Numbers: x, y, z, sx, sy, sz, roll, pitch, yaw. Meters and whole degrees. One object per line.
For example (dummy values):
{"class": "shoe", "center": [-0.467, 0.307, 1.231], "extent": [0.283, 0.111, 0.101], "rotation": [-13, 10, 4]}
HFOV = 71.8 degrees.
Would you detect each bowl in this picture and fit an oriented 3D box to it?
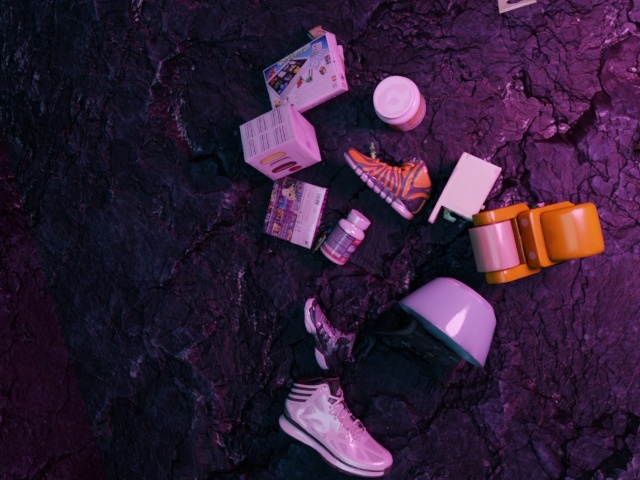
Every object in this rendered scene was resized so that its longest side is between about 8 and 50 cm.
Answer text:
{"class": "bowl", "center": [0.415, 0.231, 1.371], "extent": [0.311, 0.311, 0.163], "rotation": [39, 84, 14]}

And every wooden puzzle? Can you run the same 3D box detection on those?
{"class": "wooden puzzle", "center": [0.000, 0.000, 1.606], "extent": [0.014, 0.078, 0.116], "rotation": [35, 100, -6]}

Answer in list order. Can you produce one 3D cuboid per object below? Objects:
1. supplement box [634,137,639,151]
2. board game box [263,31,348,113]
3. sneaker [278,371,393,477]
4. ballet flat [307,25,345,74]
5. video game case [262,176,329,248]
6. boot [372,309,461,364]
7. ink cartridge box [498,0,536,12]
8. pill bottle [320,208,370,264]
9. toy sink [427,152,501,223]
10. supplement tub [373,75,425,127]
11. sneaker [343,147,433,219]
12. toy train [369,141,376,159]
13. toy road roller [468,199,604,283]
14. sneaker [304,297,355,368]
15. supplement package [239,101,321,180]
{"class": "supplement box", "center": [0.927, -0.288, 1.236], "extent": [0.043, 0.055, 0.083], "rotation": [24, 103, 16]}
{"class": "board game box", "center": [-0.059, -0.563, 1.550], "extent": [0.305, 0.053, 0.193], "rotation": [-13, 91, 37]}
{"class": "sneaker", "center": [0.069, 0.639, 1.579], "extent": [0.447, 0.169, 0.258], "rotation": [20, 103, 21]}
{"class": "ballet flat", "center": [0.036, -0.670, 1.540], "extent": [0.067, 0.073, 0.206], "rotation": [-39, 84, 5]}
{"class": "video game case", "center": [-0.095, -0.109, 1.648], "extent": [0.210, 0.041, 0.232], "rotation": [18, 100, 19]}
{"class": "boot", "center": [0.314, 0.339, 1.484], "extent": [0.229, 0.263, 0.091], "rotation": [40, 71, -15]}
{"class": "ink cartridge box", "center": [0.575, -0.812, 1.322], "extent": [0.108, 0.062, 0.210], "rotation": [-9, 92, 21]}
{"class": "pill bottle", "center": [0.090, -0.014, 1.550], "extent": [0.108, 0.108, 0.180], "rotation": [40, 107, 13]}
{"class": "toy sink", "center": [0.453, -0.136, 1.378], "extent": [0.131, 0.152, 0.234], "rotation": [29, 103, 16]}
{"class": "supplement tub", "center": [0.251, -0.434, 1.404], "extent": [0.144, 0.199, 0.145], "rotation": [2, 95, 20]}
{"class": "sneaker", "center": [0.239, -0.235, 1.476], "extent": [0.321, 0.124, 0.180], "rotation": [41, 102, -2]}
{"class": "toy train", "center": [0.182, -0.301, 1.536], "extent": [0.017, 0.023, 0.084], "rotation": [-8, 91, 21]}
{"class": "toy road roller", "center": [0.611, -0.011, 1.234], "extent": [0.329, 0.240, 0.203], "rotation": [-13, 89, -21]}
{"class": "sneaker", "center": [0.042, 0.329, 1.605], "extent": [0.152, 0.101, 0.269], "rotation": [-14, 95, 21]}
{"class": "supplement package", "center": [-0.139, -0.339, 1.548], "extent": [0.203, 0.194, 0.150], "rotation": [-19, 69, 21]}
